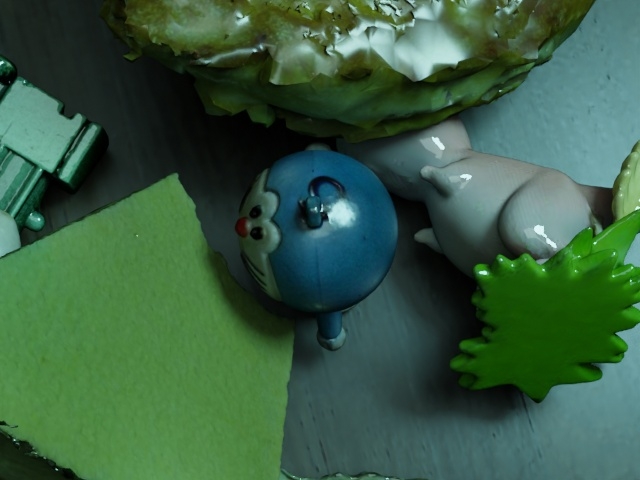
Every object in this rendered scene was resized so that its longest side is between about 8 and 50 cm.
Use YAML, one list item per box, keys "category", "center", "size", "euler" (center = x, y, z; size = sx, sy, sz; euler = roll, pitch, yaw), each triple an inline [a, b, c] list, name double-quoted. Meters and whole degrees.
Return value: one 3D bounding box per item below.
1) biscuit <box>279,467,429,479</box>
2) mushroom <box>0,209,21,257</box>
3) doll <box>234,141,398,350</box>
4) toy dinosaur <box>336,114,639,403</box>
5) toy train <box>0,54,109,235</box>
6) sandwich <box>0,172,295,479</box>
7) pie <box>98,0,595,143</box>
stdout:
- category: "biscuit"
  center: [-0.072, 0.201, 0.731]
  size: [0.273, 0.036, 0.187]
  euler: [13, 76, -1]
- category: "mushroom"
  center: [-0.229, 0.103, 0.684]
  size: [0.099, 0.096, 0.278]
  euler: [23, 92, 11]
- category: "doll"
  center: [0.000, 0.000, 0.722]
  size: [0.085, 0.152, 0.114]
  euler: [-5, 80, 2]
- category: "toy dinosaur"
  center: [0.111, -0.005, 0.766]
  size: [0.194, 0.152, 0.177]
  euler: [-5, 48, 1]
- category: "toy train"
  center: [-0.209, -0.024, 0.758]
  size: [0.111, 0.071, 0.170]
  euler: [31, 79, -6]
- category: "sandwich"
  center: [-0.111, 0.044, 0.656]
  size: [0.063, 0.245, 0.212]
  euler: [-24, 41, 28]
- category: "pie"
  center: [0.022, -0.197, 0.764]
  size: [0.354, 0.103, 0.288]
  euler: [-23, 65, -21]
